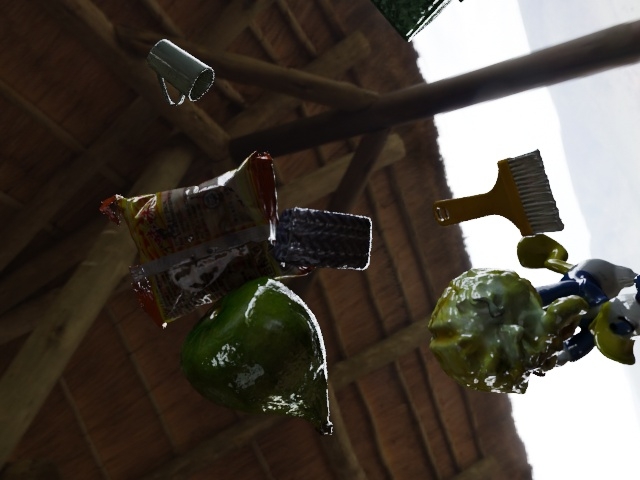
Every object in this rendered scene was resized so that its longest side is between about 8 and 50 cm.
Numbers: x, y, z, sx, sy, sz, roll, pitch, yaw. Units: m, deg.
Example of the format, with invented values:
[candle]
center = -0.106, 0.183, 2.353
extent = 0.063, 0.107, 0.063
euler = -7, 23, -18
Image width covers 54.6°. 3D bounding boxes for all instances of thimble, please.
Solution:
[thimble]
center = 0.002, 0.000, 0.689
extent = 0.104, 0.095, 0.066
euler = 6, -91, -28

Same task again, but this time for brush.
[brush]
center = 0.221, -0.048, 0.838
extent = 0.103, 0.013, 0.272
euler = 71, 161, -3

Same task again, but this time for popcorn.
[popcorn]
center = 0.262, 0.122, 0.874
extent = 0.198, 0.212, 0.198
euler = 2, -92, -59

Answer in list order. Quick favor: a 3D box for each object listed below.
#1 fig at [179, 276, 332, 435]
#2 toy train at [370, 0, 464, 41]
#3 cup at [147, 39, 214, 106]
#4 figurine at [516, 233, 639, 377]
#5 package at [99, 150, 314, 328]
[fig]
center = -0.065, 0.179, 0.894
extent = 0.235, 0.203, 0.203
euler = 44, -144, -15
[toy train]
center = 0.204, -0.447, 0.955
extent = 0.238, 0.299, 0.167
euler = -44, -86, -21
[cup]
center = -0.207, -0.241, 0.905
extent = 0.083, 0.075, 0.054
euler = 36, -136, 7
[figurine]
center = 0.420, 0.101, 1.011
extent = 0.283, 0.338, 0.205
euler = -28, -85, -19
[package]
center = -0.177, -0.005, 0.963
extent = 0.108, 0.288, 0.223
euler = -120, 9, -86
